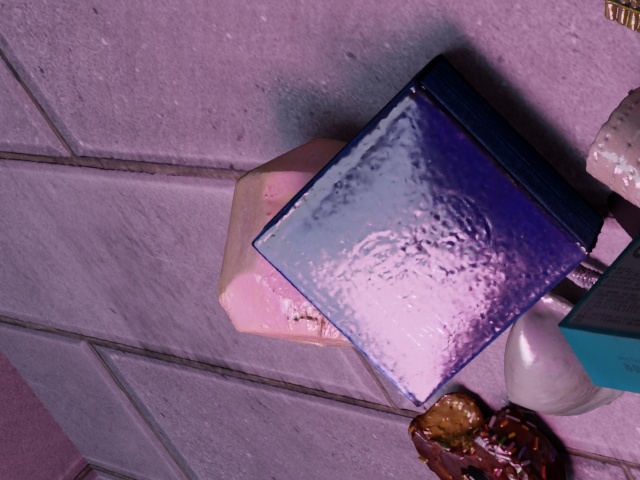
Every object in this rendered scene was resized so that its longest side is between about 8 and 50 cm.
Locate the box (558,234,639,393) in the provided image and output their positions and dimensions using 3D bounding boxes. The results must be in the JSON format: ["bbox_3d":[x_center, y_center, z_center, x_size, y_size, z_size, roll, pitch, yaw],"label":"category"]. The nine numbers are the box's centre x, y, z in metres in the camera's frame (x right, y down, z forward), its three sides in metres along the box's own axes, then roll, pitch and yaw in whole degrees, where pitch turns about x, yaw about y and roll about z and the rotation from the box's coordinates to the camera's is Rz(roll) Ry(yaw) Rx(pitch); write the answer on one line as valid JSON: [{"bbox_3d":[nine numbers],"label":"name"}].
[{"bbox_3d":[0.381,0.080,1.910,0.245,0.153,0.092,6,136,55],"label":"box"}]

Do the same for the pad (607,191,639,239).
[{"bbox_3d":[0.420,0.039,1.972,0.267,0.004,0.181,49,155,-11],"label":"pad"}]

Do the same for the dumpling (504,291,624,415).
[{"bbox_3d":[0.286,0.129,2.226,0.105,0.149,0.217,-106,5,-46],"label":"dumpling"}]

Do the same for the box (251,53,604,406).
[{"bbox_3d":[0.114,-0.007,2.058,0.261,0.116,0.279,44,118,-4],"label":"box"}]

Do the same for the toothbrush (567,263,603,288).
[{"bbox_3d":[0.257,0.011,2.137,0.413,0.042,0.035,35,154,23],"label":"toothbrush"}]

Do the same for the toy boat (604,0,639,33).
[{"bbox_3d":[0.283,-0.237,1.730,0.063,0.016,0.115,28,151,31],"label":"toy boat"}]

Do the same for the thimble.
[{"bbox_3d":[0.316,-0.086,1.800,0.090,0.115,0.102,36,156,19],"label":"thimble"}]

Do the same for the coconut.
[{"bbox_3d":[0.000,0.000,2.277,0.233,0.245,0.233,9,175,1],"label":"coconut"}]

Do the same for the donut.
[{"bbox_3d":[0.236,0.292,2.536,0.216,0.096,0.230,47,155,-14],"label":"donut"}]
